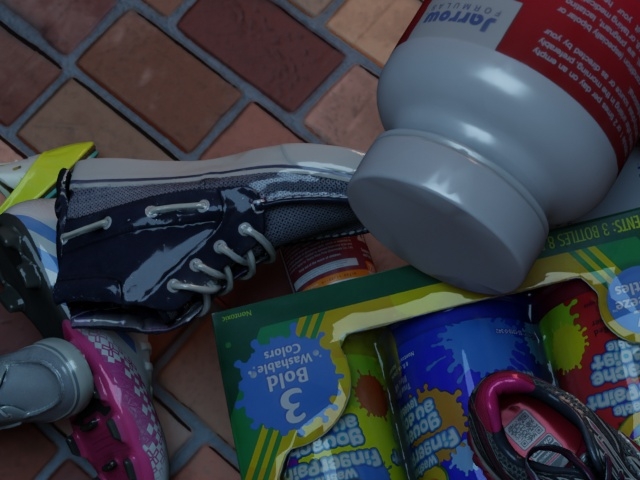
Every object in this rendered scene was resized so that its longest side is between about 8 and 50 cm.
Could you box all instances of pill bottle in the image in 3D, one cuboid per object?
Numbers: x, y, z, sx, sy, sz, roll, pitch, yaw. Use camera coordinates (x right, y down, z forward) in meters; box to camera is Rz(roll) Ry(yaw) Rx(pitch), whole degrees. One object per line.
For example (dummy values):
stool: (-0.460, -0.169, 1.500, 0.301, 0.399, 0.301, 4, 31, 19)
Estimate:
pill bottle: (0.000, 0.000, 1.828, 0.086, 0.086, 0.152, -20, 67, 2)
pill bottle: (0.194, -0.164, 1.649, 0.229, 0.229, 0.407, 24, 68, 18)

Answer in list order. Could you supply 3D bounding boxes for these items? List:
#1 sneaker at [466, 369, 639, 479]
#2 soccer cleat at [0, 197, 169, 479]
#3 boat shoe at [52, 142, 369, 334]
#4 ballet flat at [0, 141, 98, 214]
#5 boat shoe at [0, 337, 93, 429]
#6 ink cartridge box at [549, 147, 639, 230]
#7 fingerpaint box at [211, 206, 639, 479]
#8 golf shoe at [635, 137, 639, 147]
sneaker: (0.236, 0.220, 1.511, 0.299, 0.112, 0.121, 36, 78, 17)
soccer cleat: (-0.205, 0.098, 1.816, 0.143, 0.116, 0.331, -20, 77, -37)
boat shoe: (-0.089, 0.009, 1.722, 0.341, 0.127, 0.158, -3, 60, 16)
ballet flat: (-0.327, -0.031, 1.900, 0.077, 0.077, 0.231, 41, 83, -5)
boat shoe: (-0.303, 0.150, 1.768, 0.081, 0.227, 0.079, -26, 97, -42)
ink cartridge box: (0.230, -0.082, 1.840, 0.224, 0.045, 0.223, -11, 67, 6)
fingerpaint box: (0.156, 0.203, 1.678, 0.445, 0.163, 0.371, -14, 68, 5)
golf shoe: (0.300, -0.174, 1.804, 0.086, 0.067, 0.186, -22, 65, -3)
